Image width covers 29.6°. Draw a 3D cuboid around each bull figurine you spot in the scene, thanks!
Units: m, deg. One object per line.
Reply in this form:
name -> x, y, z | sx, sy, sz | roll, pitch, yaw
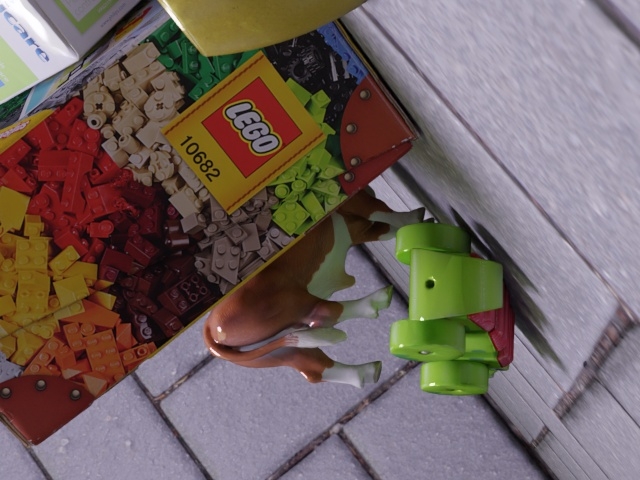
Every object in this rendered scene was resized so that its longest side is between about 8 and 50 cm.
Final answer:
bull figurine -> 0.000, 0.000, 1.179 | 0.188, 0.310, 0.101 | 12, 148, 16

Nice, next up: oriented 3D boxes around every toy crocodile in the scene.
toy crocodile -> 0.132, 0.069, 1.107 | 0.340, 0.105, 0.115 | 51, -138, -65

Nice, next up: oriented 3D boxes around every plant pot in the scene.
plant pot -> -0.051, -0.162, 0.693 | 0.134, 0.095, 0.134 | 52, 179, 1

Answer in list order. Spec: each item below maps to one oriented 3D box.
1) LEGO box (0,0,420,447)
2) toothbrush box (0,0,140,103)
LEGO box -> -0.174, -0.088, 1.084 | 0.193, 0.372, 0.500 | 52, 179, -19
toothbrush box -> -0.247, -0.214, 1.016 | 0.283, 0.206, 0.122 | -17, 119, 48
